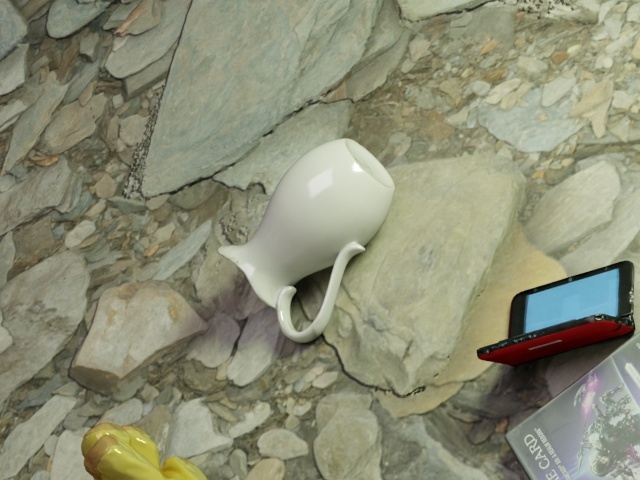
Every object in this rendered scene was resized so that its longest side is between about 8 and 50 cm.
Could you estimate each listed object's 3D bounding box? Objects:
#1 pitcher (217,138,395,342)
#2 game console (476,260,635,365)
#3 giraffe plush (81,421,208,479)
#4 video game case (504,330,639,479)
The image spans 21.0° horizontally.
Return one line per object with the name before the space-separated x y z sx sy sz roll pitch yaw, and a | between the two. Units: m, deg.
pitcher | 0.000 0.000 2.001 0.207 0.125 0.178 -45 58 16
game console | 0.237 0.069 1.745 0.144 0.124 0.085 -19 72 29
giraffe plush | -0.202 0.321 1.878 0.210 0.181 0.170 35 93 17
video game case | 0.321 0.168 1.626 0.274 0.026 0.196 -39 39 9
